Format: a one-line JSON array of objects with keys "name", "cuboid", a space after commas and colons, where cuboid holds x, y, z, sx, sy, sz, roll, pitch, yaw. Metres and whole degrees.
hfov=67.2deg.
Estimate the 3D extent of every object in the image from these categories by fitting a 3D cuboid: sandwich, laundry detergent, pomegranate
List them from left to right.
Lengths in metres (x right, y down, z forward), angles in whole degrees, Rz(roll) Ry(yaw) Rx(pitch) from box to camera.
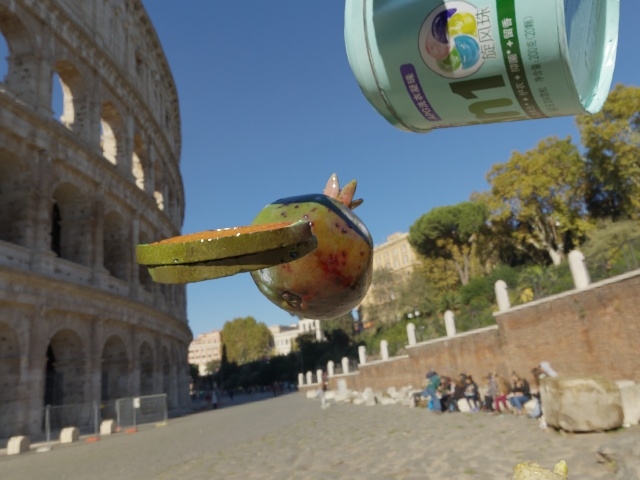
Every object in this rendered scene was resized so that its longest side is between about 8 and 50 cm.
[{"name": "sandwich", "cuboid": [-0.072, 0.008, 0.338, 0.135, 0.029, 0.067, -8, 8, 9]}, {"name": "pomegranate", "cuboid": [-0.024, 0.005, 1.057, 0.291, 0.323, 0.291, -3, -36, -2]}, {"name": "laundry detergent", "cuboid": [0.205, -0.298, 0.654, 0.305, 0.287, 0.287, 4, -6, 41]}]

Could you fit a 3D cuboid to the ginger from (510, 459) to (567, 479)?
[{"name": "ginger", "cuboid": [0.377, 0.470, 0.823, 0.157, 0.216, 0.102, 30, -25, 22]}]
